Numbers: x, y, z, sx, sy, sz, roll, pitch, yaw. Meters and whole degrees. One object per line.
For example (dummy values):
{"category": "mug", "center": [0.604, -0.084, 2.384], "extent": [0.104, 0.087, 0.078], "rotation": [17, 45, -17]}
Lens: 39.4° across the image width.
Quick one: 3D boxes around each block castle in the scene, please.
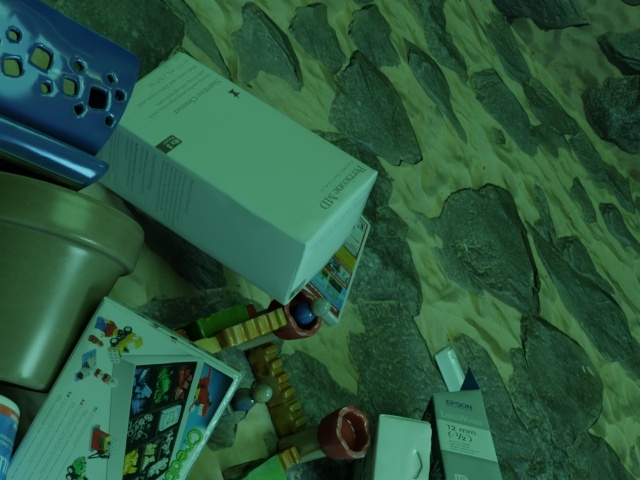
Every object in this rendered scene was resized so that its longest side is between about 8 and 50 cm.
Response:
{"category": "block castle", "center": [-0.125, 0.254, 1.311], "extent": [0.453, 0.213, 0.303], "rotation": [-18, 85, -53]}

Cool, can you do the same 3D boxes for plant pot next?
{"category": "plant pot", "center": [-0.408, -0.169, 1.195], "extent": [0.236, 0.236, 0.212], "rotation": [25, 59, -40]}
{"category": "plant pot", "center": [-0.377, 0.062, 1.115], "extent": [0.263, 0.263, 0.229], "rotation": [27, 70, -40]}

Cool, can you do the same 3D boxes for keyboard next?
{"category": "keyboard", "center": [0.317, 0.360, 1.964], "extent": [0.072, 0.014, 0.256], "rotation": [-20, 86, -48]}

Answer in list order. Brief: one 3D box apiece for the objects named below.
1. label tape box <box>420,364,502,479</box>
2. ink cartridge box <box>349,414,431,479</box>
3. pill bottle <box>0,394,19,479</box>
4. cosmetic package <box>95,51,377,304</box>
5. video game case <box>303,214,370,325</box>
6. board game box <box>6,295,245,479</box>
{"category": "label tape box", "center": [0.208, 0.411, 1.577], "extent": [0.115, 0.249, 0.347], "rotation": [13, 30, -9]}
{"category": "ink cartridge box", "center": [0.110, 0.410, 1.499], "extent": [0.093, 0.219, 0.160], "rotation": [11, 53, -4]}
{"category": "pill bottle", "center": [-0.421, 0.285, 1.002], "extent": [0.124, 0.124, 0.221], "rotation": [29, 52, -39]}
{"category": "cosmetic package", "center": [-0.135, -0.101, 1.374], "extent": [0.385, 0.156, 0.217], "rotation": [30, 48, 12]}
{"category": "video game case", "center": [0.000, 0.000, 1.764], "extent": [0.204, 0.025, 0.285], "rotation": [47, 40, -24]}
{"category": "board game box", "center": [-0.249, 0.246, 1.077], "extent": [0.193, 0.305, 0.053], "rotation": [30, -2, 3]}
